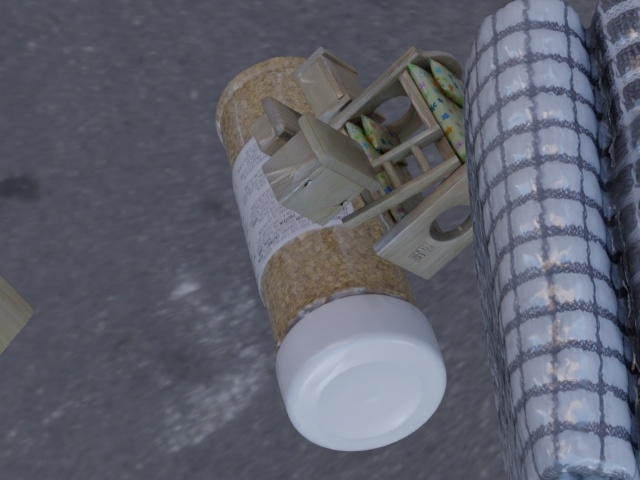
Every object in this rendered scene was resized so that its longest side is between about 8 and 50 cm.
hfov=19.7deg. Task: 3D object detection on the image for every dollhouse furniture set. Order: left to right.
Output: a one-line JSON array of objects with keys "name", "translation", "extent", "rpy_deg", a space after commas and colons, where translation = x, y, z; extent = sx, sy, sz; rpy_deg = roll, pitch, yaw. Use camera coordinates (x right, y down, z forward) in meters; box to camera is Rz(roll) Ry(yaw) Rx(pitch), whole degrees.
[{"name": "dollhouse furniture set", "translation": [0.024, -0.094, 1.170], "extent": [0.101, 0.161, 0.182], "rpy_deg": [-42, 51, 19]}]

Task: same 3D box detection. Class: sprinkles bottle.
[{"name": "sprinkles bottle", "translation": [0.000, 0.000, 1.458], "extent": [0.121, 0.355, 0.121], "rpy_deg": [-8, 132, -9]}]

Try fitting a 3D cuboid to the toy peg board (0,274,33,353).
[{"name": "toy peg board", "translation": [-0.343, 0.060, 1.449], "extent": [0.079, 0.161, 0.161], "rpy_deg": [0, 137, 53]}]

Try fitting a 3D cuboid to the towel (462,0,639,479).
[{"name": "towel", "translation": [0.140, 0.051, 0.855], "extent": [0.121, 0.284, 0.235], "rpy_deg": [-7, 62, 3]}]
